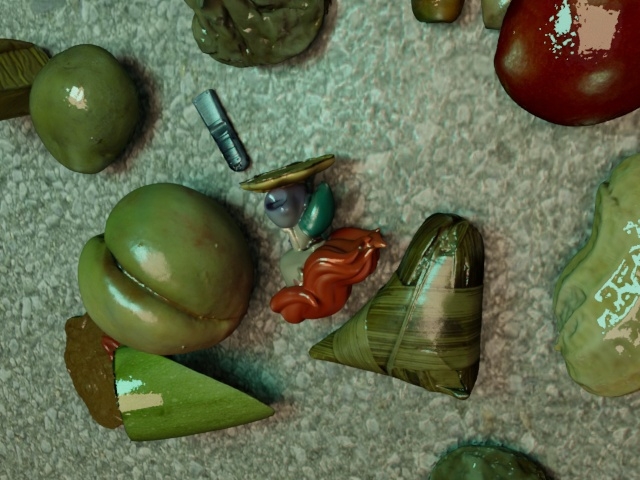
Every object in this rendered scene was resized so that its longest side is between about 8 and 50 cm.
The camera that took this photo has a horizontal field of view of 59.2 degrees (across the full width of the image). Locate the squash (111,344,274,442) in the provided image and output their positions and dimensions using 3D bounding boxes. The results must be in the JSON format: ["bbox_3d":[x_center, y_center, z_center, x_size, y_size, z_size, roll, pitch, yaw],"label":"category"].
[{"bbox_3d":[-0.230,0.258,1.032,0.261,0.189,0.189,-10,99,-11],"label":"squash"}]

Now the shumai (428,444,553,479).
[{"bbox_3d":[0.286,0.470,0.886,0.272,0.204,0.221,24,107,16],"label":"shumai"}]

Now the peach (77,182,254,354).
[{"bbox_3d":[-0.254,0.054,0.961,0.293,0.247,0.291,-2,100,-8],"label":"peach"}]

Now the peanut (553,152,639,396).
[{"bbox_3d":[0.432,0.056,0.770,0.159,0.174,0.339,14,109,-21],"label":"peanut"}]

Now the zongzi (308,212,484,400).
[{"bbox_3d":[0.113,0.094,0.908,0.289,0.134,0.285,5,97,25],"label":"zongzi"}]

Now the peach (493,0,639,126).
[{"bbox_3d":[0.335,-0.256,0.698,0.244,0.199,0.243,-5,129,-6],"label":"peach"}]

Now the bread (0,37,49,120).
[{"bbox_3d":[-0.592,-0.272,0.981,0.153,0.288,0.119,-34,99,23],"label":"bread"}]

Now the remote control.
[{"bbox_3d":[-0.172,-0.190,0.991,0.044,0.027,0.152,-29,89,26],"label":"remote control"}]

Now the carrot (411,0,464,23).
[{"bbox_3d":[0.171,-0.410,0.796,0.087,0.087,0.193,6,105,17],"label":"carrot"}]

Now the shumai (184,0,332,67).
[{"bbox_3d":[-0.117,-0.355,0.849,0.218,0.185,0.183,17,107,15],"label":"shumai"}]

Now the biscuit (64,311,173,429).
[{"bbox_3d":[-0.418,0.256,1.159,0.258,0.049,0.272,-16,95,21],"label":"biscuit"}]

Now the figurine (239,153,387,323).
[{"bbox_3d":[-0.006,0.004,0.902,0.209,0.181,0.256,-20,103,-7],"label":"figurine"}]

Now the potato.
[{"bbox_3d":[-0.416,-0.227,0.995,0.178,0.160,0.235,36,126,28],"label":"potato"}]

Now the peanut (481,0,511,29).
[{"bbox_3d":[0.285,-0.354,0.777,0.076,0.076,0.152,47,114,4],"label":"peanut"}]
